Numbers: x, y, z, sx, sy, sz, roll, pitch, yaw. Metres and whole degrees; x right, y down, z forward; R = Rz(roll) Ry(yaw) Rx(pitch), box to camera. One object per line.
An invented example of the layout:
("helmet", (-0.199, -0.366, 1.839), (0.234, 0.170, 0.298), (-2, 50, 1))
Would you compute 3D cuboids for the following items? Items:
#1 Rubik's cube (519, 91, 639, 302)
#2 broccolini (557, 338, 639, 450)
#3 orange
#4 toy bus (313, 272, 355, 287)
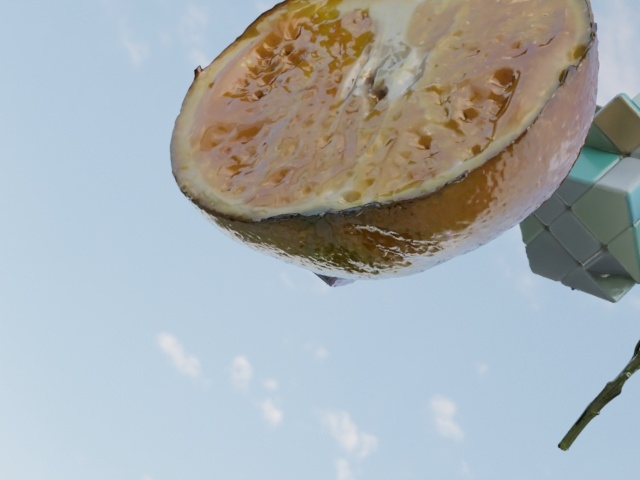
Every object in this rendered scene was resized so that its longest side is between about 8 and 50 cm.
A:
("Rubik's cube", (0.352, -0.073, 1.397), (0.224, 0.213, 0.265), (24, -36, 45))
("broccolini", (0.335, 0.159, 1.324), (0.042, 0.044, 0.218), (33, -68, 4))
("orange", (0.039, -0.093, 0.896), (0.310, 0.274, 0.274), (11, -39, 2))
("toy bus", (0.000, 0.000, 1.145), (0.102, 0.052, 0.058), (39, -61, 28))
